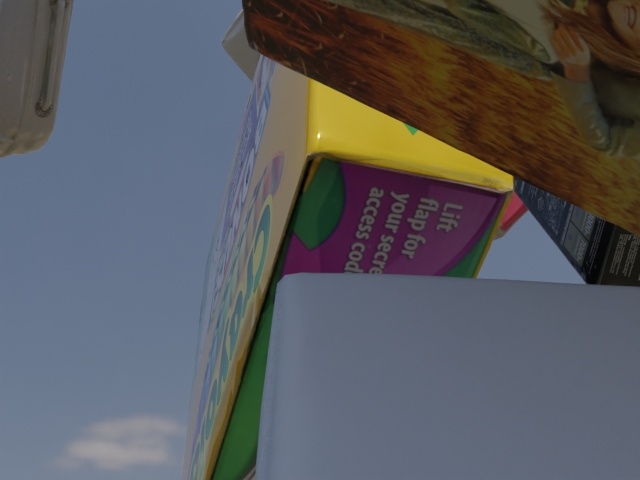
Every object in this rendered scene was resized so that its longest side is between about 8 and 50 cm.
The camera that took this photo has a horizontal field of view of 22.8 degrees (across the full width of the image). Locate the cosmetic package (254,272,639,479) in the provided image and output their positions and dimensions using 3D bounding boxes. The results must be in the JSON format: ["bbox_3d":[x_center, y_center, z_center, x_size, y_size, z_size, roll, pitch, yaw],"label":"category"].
[{"bbox_3d":[0.053,0.253,0.540,0.161,0.230,0.453,3,-51,0],"label":"cosmetic package"}]

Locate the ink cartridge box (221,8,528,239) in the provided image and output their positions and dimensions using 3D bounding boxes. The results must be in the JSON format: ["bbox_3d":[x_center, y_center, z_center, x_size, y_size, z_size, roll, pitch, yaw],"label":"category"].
[{"bbox_3d":[0.153,-0.201,1.389,0.279,0.384,0.160,49,-26,-1],"label":"ink cartridge box"}]

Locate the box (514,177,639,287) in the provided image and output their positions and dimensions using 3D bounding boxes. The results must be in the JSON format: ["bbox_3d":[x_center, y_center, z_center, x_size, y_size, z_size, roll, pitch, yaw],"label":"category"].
[{"bbox_3d":[0.198,-0.079,1.007,0.077,0.147,0.180,0,-60,-19],"label":"box"}]

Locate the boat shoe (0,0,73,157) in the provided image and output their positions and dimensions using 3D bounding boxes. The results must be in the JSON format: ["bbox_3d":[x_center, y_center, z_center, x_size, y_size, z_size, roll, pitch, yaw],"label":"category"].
[{"bbox_3d":[-0.181,-0.230,1.027,0.136,0.367,0.156,8,1,45],"label":"boat shoe"}]

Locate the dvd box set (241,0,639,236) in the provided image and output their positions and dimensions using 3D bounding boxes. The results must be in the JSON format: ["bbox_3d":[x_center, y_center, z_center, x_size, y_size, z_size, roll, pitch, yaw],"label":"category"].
[{"bbox_3d":[0.144,-0.099,0.448,0.420,0.062,0.307,28,-32,24],"label":"dvd box set"}]

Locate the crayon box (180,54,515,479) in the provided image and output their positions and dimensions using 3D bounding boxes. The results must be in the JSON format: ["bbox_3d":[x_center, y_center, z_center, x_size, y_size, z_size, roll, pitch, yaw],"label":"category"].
[{"bbox_3d":[0.000,0.000,0.908,0.106,0.313,0.363,12,-50,-7],"label":"crayon box"}]
